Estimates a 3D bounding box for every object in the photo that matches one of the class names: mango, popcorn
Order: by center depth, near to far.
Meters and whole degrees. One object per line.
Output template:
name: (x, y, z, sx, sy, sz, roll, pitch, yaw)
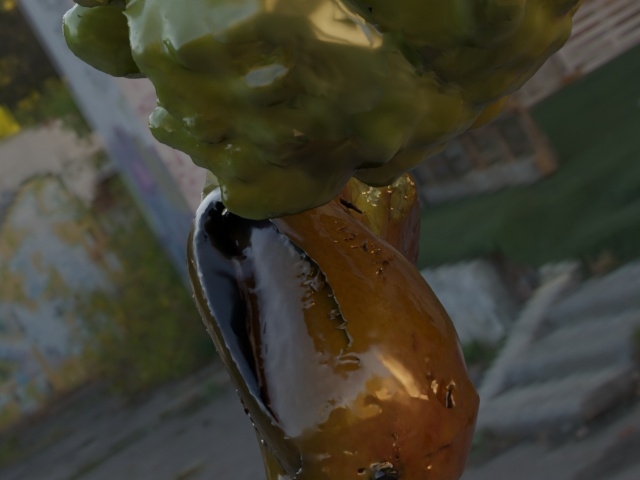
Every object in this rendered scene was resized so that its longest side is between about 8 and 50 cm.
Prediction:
popcorn: (-0.004, -0.156, 0.871, 0.293, 0.293, 0.237, -30, 46, 7)
mango: (0.002, 0.063, 1.069, 0.151, 0.249, 0.156, -4, -46, -33)

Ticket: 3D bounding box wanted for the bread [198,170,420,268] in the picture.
bread: (0.000, 0.000, 1.449, 0.133, 0.179, 0.250, 8, -21, 19)
